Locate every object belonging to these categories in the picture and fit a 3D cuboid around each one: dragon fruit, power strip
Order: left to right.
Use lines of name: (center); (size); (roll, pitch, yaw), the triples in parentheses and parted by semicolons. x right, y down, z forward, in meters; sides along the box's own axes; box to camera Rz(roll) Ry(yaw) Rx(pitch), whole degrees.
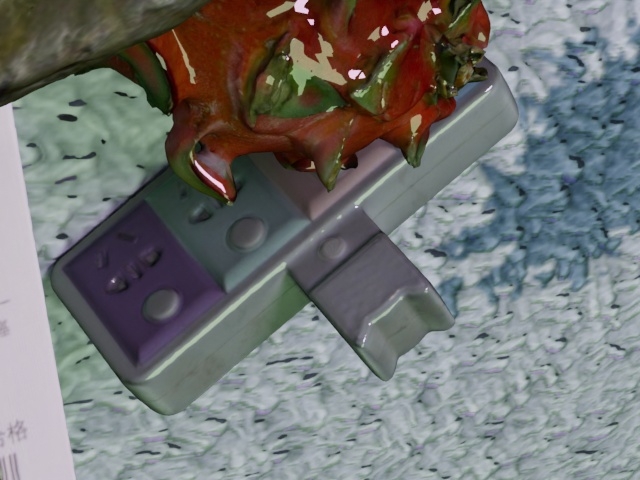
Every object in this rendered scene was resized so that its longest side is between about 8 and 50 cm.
dragon fruit: (-0.043, -0.097, 0.695); (0.236, 0.135, 0.137); (4, 126, -19)
power strip: (0.000, 0.000, 0.806); (0.216, 0.145, 0.061); (-40, 143, 0)

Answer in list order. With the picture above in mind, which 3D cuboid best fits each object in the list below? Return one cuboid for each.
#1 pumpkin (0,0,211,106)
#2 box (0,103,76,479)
pumpkin: (-0.129, -0.127, 0.478); (0.325, 0.242, 0.232); (11, 111, -43)
box: (-0.224, 0.064, 0.626); (0.260, 0.111, 0.194); (-13, 101, -30)
